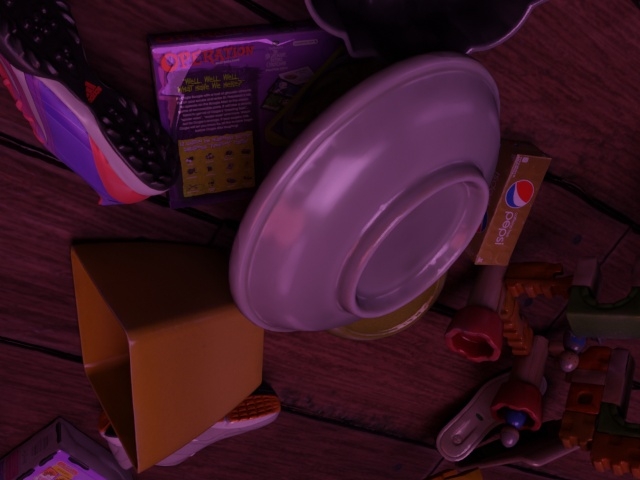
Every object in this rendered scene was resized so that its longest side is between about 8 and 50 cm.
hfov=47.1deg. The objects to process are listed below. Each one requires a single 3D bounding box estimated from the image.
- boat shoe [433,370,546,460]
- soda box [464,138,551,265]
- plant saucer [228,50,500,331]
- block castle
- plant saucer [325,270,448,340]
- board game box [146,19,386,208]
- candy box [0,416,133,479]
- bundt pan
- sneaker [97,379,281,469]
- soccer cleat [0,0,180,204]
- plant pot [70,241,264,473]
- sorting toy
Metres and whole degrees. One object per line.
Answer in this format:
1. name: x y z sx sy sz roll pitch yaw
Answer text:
1. boat shoe: 0.302 0.308 1.326 0.233 0.084 0.079 -36 165 -5
2. soda box: 0.268 -0.053 1.079 0.061 0.058 0.181 3 120 -22
3. plant saucer: 0.085 -0.018 0.848 0.400 0.100 0.400 -31 150 -21
4. block castle: 0.436 0.189 1.060 0.303 0.453 0.213 55 48 -38
5. plant saucer: 0.092 0.062 1.098 0.240 0.037 0.241 -10 124 -16
6. board game box: -0.026 -0.162 0.905 0.346 0.056 0.208 -9 128 -16
7. candy box: -0.405 0.377 1.085 0.196 0.070 0.165 -36 127 2
8. bundt pan: 0.107 -0.349 0.749 0.330 0.124 0.331 -10 129 -13
9. sneaker: -0.190 0.275 1.100 0.262 0.099 0.121 -6 131 -9
10. soccer cleat: -0.286 -0.161 0.776 0.116 0.109 0.318 -19 124 31
11. plant pot: -0.186 0.122 0.935 0.187 0.212 0.212 -14 126 -30
12. sorting toy: 0.332 0.361 1.273 0.307 0.041 0.229 -13 168 -26
